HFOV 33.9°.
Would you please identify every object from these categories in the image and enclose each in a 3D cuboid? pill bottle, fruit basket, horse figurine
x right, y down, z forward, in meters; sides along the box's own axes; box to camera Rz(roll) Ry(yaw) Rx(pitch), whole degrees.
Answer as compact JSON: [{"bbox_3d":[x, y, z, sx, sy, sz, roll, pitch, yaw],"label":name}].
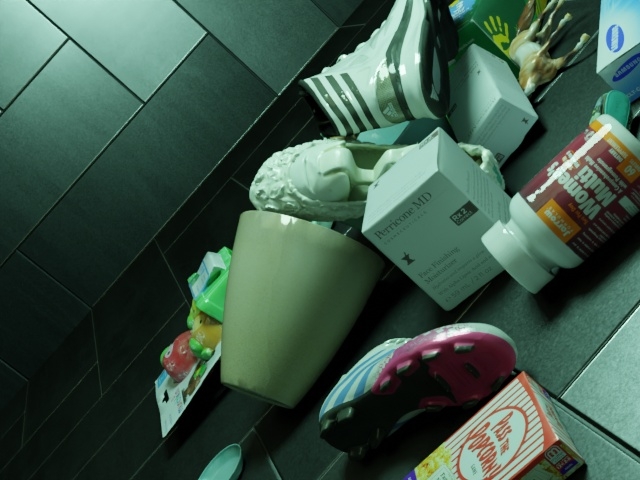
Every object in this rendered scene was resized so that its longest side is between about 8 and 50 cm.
[{"bbox_3d":[0.316,-0.043,1.314,0.221,0.121,0.121,-45,17,12],"label":"pill bottle"},{"bbox_3d":[-0.242,0.190,2.124,0.353,0.165,0.327,-51,17,3],"label":"fruit basket"},{"bbox_3d":[0.390,-0.349,1.873,0.174,0.066,0.263,-53,24,31],"label":"horse figurine"}]

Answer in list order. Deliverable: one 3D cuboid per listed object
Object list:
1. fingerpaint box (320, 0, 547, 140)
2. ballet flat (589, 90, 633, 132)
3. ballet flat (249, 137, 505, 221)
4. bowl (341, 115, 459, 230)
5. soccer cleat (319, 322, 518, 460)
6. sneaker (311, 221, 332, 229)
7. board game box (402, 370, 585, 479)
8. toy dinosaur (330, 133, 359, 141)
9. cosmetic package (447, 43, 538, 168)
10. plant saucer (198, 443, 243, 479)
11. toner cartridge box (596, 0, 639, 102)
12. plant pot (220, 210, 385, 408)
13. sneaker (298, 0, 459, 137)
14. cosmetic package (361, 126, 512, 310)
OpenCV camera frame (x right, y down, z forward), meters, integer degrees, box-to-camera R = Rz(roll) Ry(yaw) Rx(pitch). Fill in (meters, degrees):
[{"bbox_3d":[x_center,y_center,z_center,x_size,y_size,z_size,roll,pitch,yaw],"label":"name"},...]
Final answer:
[{"bbox_3d":[0.240,-0.385,2.191,0.445,0.163,0.371,-33,23,41],"label":"fingerpaint box"},{"bbox_3d":[0.392,-0.128,1.444,0.070,0.070,0.188,-31,22,45],"label":"ballet flat"},{"bbox_3d":[0.084,-0.111,1.648,0.409,0.147,0.147,-1,29,7],"label":"ballet flat"},{"bbox_3d":[0.134,-0.127,1.886,0.311,0.163,0.311,-43,18,18],"label":"bowl"},{"bbox_3d":[0.118,0.164,1.355,0.331,0.116,0.143,-35,21,38],"label":"soccer cleat"},{"bbox_3d":[0.000,0.001,2.104,0.151,0.094,0.256,-4,26,33],"label":"sneaker"},{"bbox_3d":[0.180,0.250,1.132,0.193,0.045,0.146,-45,17,12],"label":"board game box"},{"bbox_3d":[0.046,-0.180,1.866,0.211,0.064,0.112,163,129,-76],"label":"toy dinosaur"},{"bbox_3d":[0.282,-0.233,1.796,0.117,0.086,0.231,-56,20,24],"label":"cosmetic package"},{"bbox_3d":[-0.164,0.390,1.723,0.119,0.021,0.119,-44,17,18],"label":"plant saucer"},{"bbox_3d":[0.516,-0.362,1.607,0.165,0.075,0.347,-37,20,35],"label":"toner cartridge box"},{"bbox_3d":[-0.058,0.127,1.723,0.256,0.257,0.274,-8,60,65],"label":"plant pot"},{"bbox_3d":[0.089,-0.326,1.798,0.258,0.169,0.447,-14,31,20],"label":"sneaker"},{"bbox_3d":[0.178,-0.032,1.524,0.151,0.184,0.151,-41,18,25],"label":"cosmetic package"}]
